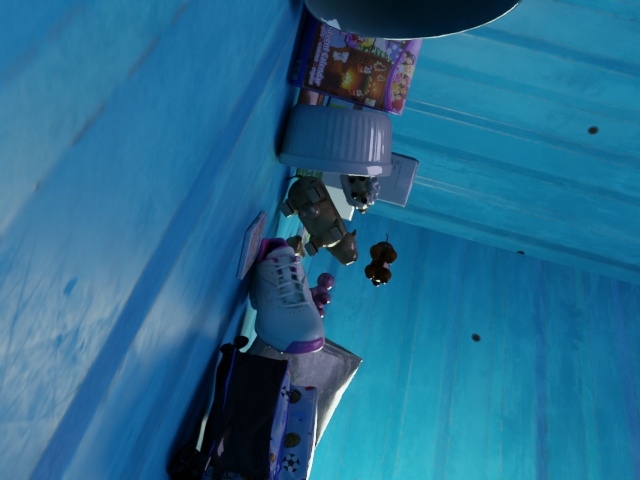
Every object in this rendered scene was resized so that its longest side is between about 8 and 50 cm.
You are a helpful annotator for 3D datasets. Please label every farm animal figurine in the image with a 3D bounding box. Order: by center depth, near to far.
[{"bbox_3d":[0.000,0.000,1.409,0.172,0.330,0.326,-58,135,-73],"label":"farm animal figurine"}]

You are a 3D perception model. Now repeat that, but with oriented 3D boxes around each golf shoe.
[{"bbox_3d":[-0.068,0.092,1.126,0.306,0.115,0.140,-133,-138,-63],"label":"golf shoe"}]

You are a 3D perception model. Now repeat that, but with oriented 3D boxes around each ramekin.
[{"bbox_3d":[0.032,-0.182,1.131,0.207,0.207,0.109,-64,161,-77],"label":"ramekin"}]

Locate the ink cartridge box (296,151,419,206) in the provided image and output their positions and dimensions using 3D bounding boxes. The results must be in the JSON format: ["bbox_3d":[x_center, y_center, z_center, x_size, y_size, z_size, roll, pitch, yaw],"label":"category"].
[{"bbox_3d":[0.095,-0.184,1.594,0.201,0.278,0.117,-62,167,-78],"label":"ink cartridge box"}]

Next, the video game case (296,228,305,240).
[{"bbox_3d":[-0.087,0.084,2.103,0.206,0.026,0.227,85,20,-83],"label":"video game case"}]

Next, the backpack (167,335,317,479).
[{"bbox_3d":[-0.119,0.345,1.035,0.276,0.213,0.263,-74,-174,-55],"label":"backpack"}]

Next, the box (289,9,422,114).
[{"bbox_3d":[0.081,-0.375,1.042,0.057,0.201,0.293,32,-70,58],"label":"box"}]

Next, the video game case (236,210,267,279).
[{"bbox_3d":[-0.117,0.006,1.085,0.122,0.011,0.087,-69,173,-70],"label":"video game case"}]

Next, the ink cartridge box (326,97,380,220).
[{"bbox_3d":[0.079,-0.294,1.925,0.279,0.160,0.384,103,4,-48],"label":"ink cartridge box"}]

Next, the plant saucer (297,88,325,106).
[{"bbox_3d":[-0.013,-0.296,1.295,0.198,0.036,0.198,14,90,-87],"label":"plant saucer"}]

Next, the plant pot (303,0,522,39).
[{"bbox_3d":[0.123,-0.434,0.836,0.293,0.293,0.235,57,33,-87],"label":"plant pot"}]

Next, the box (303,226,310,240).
[{"bbox_3d":[0.026,-0.140,2.223,0.213,0.117,0.243,101,4,-62],"label":"box"}]

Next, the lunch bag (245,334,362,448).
[{"bbox_3d":[-0.081,0.290,1.329,0.287,0.169,0.235,36,81,-52],"label":"lunch bag"}]
